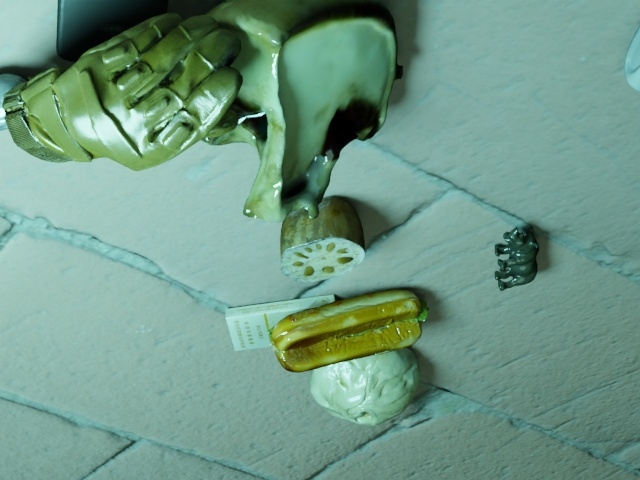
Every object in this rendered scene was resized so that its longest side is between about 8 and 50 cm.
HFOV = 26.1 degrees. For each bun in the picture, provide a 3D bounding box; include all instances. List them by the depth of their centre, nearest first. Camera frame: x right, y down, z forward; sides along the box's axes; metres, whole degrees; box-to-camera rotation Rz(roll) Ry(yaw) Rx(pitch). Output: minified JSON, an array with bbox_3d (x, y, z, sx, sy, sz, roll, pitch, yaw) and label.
[{"bbox_3d":[0.074,0.237,2.208,0.183,0.102,0.183,-5,141,-4],"label":"bun"}]

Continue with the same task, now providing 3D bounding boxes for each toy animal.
[{"bbox_3d":[0.285,0.021,2.000,0.065,0.047,0.135,-11,140,0],"label":"toy animal"}]

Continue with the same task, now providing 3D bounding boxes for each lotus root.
[{"bbox_3d":[0.001,0.002,1.915,0.122,0.081,0.112,-17,142,14],"label":"lotus root"}]

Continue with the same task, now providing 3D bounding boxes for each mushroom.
[{"bbox_3d":[-0.032,-0.190,1.640,0.212,0.217,0.292,23,136,34],"label":"mushroom"}]

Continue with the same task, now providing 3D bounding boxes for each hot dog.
[{"bbox_3d":[0.045,0.129,2.066,0.250,0.076,0.104,-15,121,-16],"label":"hot dog"}]

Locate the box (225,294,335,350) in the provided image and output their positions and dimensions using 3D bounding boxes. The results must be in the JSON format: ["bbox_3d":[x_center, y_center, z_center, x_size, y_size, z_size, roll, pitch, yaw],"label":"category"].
[{"bbox_3d":[-0.056,0.126,2.112,0.167,0.024,0.090,-7,141,2],"label":"box"}]

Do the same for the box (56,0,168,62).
[{"bbox_3d":[-0.242,-0.256,1.606,0.126,0.027,0.125,4,139,-10],"label":"box"}]

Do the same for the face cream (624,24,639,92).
[{"bbox_3d":[0.550,-0.219,1.692,0.337,0.080,0.163,9,141,-17],"label":"face cream"}]

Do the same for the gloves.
[{"bbox_3d":[-0.220,-0.152,1.544,0.331,0.141,0.154,-6,115,40],"label":"gloves"}]

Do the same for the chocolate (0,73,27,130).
[{"bbox_3d":[-0.424,-0.156,1.675,0.167,0.072,0.072,-16,141,11],"label":"chocolate"}]
